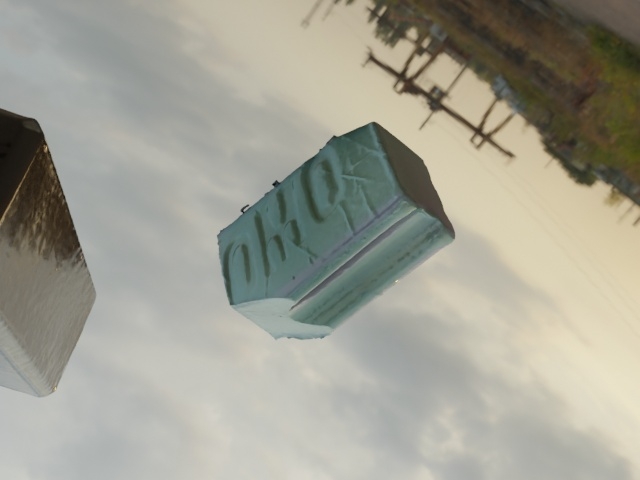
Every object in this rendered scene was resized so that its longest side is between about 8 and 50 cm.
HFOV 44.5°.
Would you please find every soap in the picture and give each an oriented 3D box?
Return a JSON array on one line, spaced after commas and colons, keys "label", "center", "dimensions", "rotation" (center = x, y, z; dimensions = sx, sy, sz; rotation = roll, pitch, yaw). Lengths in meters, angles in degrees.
[{"label": "soap", "center": [0.000, 0.000, 0.744], "dimensions": [0.091, 0.230, 0.145], "rotation": [33, -151, -36]}]

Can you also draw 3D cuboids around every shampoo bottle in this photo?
[{"label": "shampoo bottle", "center": [-0.170, 0.006, 0.378], "dimensions": [0.080, 0.079, 0.246], "rotation": [17, 155, -1]}]
